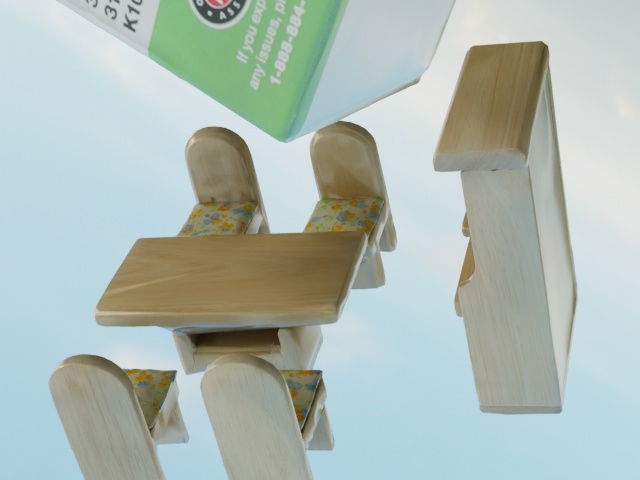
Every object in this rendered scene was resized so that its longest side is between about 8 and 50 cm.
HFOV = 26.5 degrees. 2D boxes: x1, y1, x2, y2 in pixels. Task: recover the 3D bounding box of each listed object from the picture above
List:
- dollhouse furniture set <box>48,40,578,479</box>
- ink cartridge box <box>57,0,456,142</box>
[{"bbox_3d":[0.000,0.000,1.140,0.394,0.257,0.362,-2,-146,18],"label":"dollhouse furniture set"},{"bbox_3d":[-0.064,-0.197,0.499,0.278,0.201,0.117,33,-147,18],"label":"ink cartridge box"}]
